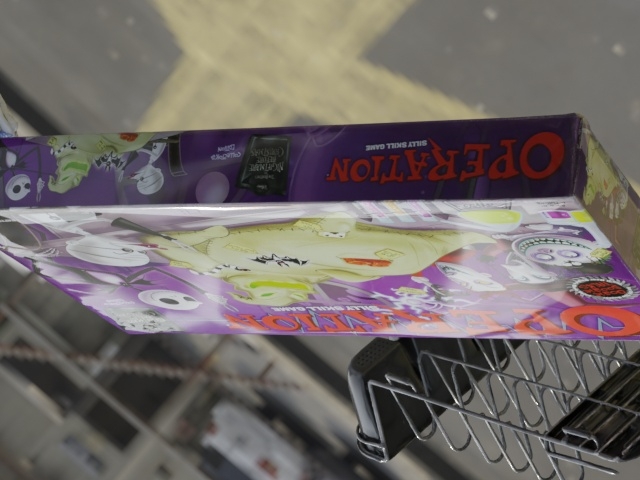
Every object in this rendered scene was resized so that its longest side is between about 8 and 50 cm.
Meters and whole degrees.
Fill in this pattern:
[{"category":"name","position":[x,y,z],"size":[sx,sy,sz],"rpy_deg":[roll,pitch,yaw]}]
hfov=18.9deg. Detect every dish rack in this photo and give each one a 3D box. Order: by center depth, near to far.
[{"category":"dish rack","position":[0.160,0.072,1.186],"size":[0.271,0.208,0.074],"rpy_deg":[13,135,50]}]

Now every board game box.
[{"category":"board game box","position":[0.000,0.000,1.009],"size":[0.347,0.056,0.208],"rpy_deg":[-1,163,26]}]

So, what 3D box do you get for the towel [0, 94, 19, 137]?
[{"category":"towel","position":[-0.397,-0.091,1.549],"size":[0.209,0.285,0.034],"rpy_deg":[61,-174,18]}]
